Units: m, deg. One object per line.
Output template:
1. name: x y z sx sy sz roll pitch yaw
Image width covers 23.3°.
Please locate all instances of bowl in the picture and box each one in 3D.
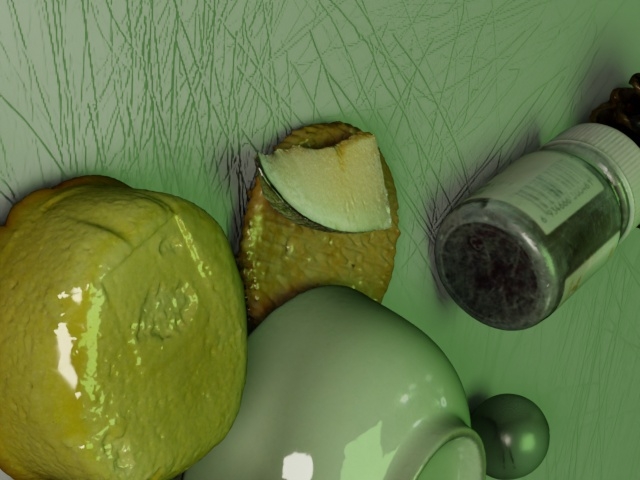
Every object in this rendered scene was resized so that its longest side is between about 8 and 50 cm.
1. bowl: 0.042 0.235 1.531 0.354 0.185 0.354 -32 132 -45

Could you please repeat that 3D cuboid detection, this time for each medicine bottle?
1. medicine bottle: 0.268 -0.021 1.827 0.273 0.165 0.165 -34 124 -44

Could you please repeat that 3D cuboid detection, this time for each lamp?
1. lamp: 0.227 0.239 1.884 0.105 0.105 0.105 -16 111 -50

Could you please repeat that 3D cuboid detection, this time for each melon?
1. melon: -0.002 -0.049 1.501 0.182 0.054 0.098 -14 104 -50

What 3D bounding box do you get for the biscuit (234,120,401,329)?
1. biscuit: 0.000 0.000 1.584 0.254 0.035 0.254 -15 110 -49

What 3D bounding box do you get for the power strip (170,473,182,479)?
1. power strip: -0.183 0.253 1.408 0.169 0.028 0.076 -39 128 -41

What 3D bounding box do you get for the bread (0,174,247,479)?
1. bread: -0.171 0.081 1.287 0.270 0.148 0.270 -14 107 -55

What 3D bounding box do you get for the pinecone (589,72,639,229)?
1. pinecone: 0.472 -0.129 2.002 0.243 0.243 0.257 -7 128 -52
